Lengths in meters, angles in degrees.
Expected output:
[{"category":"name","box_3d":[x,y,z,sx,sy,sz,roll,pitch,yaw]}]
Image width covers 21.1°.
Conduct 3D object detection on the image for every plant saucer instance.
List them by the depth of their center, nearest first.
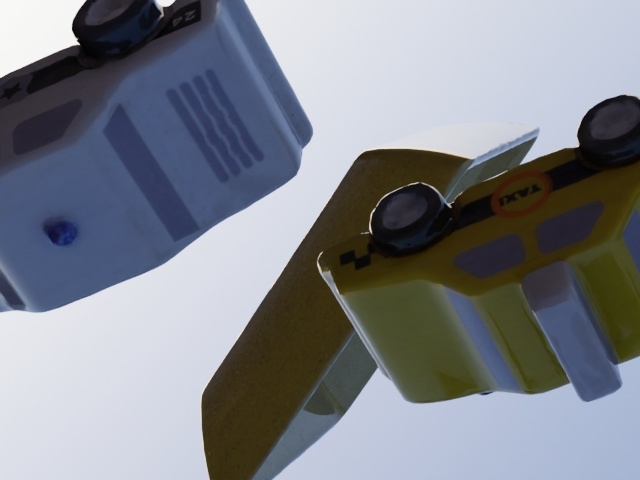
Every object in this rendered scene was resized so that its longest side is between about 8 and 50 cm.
[{"category":"plant saucer","box_3d":[0.030,0.034,1.379,0.333,0.081,0.333,-56,170,16]}]

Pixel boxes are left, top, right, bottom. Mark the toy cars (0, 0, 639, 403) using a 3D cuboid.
[{"category":"toy cars","box_3d":[0.000,0.000,0.687,0.087,0.393,0.176,-98,-158,-54]}]
